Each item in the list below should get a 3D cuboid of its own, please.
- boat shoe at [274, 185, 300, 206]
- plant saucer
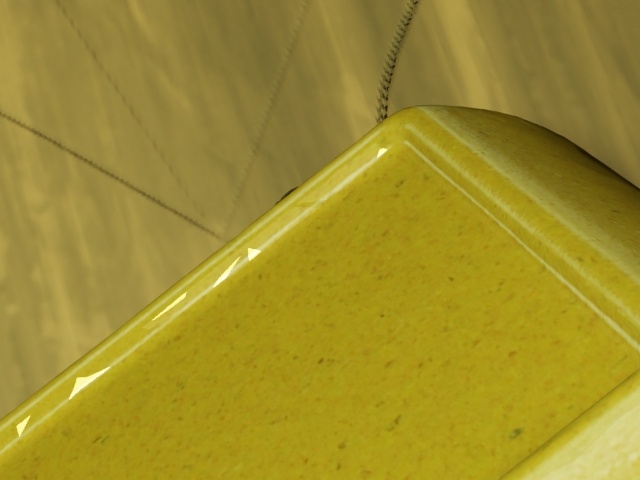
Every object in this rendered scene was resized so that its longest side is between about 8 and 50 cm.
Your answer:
[{"bbox_3d":[0.000,0.000,0.723,0.152,0.056,0.049,-27,64,-18],"label":"boat shoe"},{"bbox_3d":[-0.004,0.084,0.537,0.332,0.081,0.333,-37,26,-1],"label":"plant saucer"}]
